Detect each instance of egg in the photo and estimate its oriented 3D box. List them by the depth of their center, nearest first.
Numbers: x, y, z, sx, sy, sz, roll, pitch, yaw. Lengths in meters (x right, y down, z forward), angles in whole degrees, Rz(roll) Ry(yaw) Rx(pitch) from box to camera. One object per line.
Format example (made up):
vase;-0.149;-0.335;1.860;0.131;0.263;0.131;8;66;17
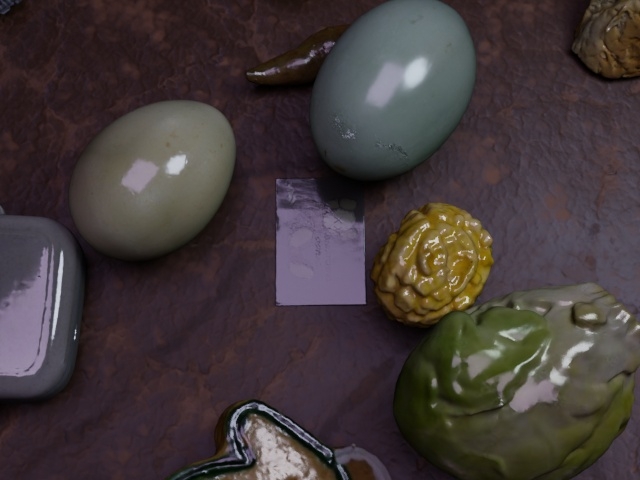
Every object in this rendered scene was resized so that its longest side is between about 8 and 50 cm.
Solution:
egg;-0.221;-0.085;1.351;0.188;0.188;0.253;38;70;11
egg;0.100;-0.207;1.378;0.203;0.203;0.282;32;72;9

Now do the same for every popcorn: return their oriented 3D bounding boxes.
popcorn;0.144;0.034;1.332;0.180;0.170;0.180;-19;59;34

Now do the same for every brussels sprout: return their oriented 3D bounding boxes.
brussels sprout;0.240;0.177;1.233;0.317;0.273;0.242;-22;52;-11

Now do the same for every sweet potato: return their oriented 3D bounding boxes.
sweet potato;0.019;-0.279;1.474;0.274;0.067;0.067;-21;74;-9

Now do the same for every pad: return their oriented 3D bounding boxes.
pad;0.000;0.000;1.421;0.127;0.004;0.190;-1;74;0

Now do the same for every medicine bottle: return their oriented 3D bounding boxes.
medicine bottle;-0.507;0.087;1.334;0.375;0.123;0.282;2;75;2

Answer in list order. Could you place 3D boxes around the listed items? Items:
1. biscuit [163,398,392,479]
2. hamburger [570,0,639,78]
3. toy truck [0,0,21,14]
biscuit;-0.060;0.335;1.242;0.344;0.057;0.287;-1;69;-20
hamburger;0.515;-0.381;1.428;0.330;0.209;0.162;-37;76;-8
toy truck;-0.575;-0.426;1.490;0.155;0.124;0.268;-42;76;-4
